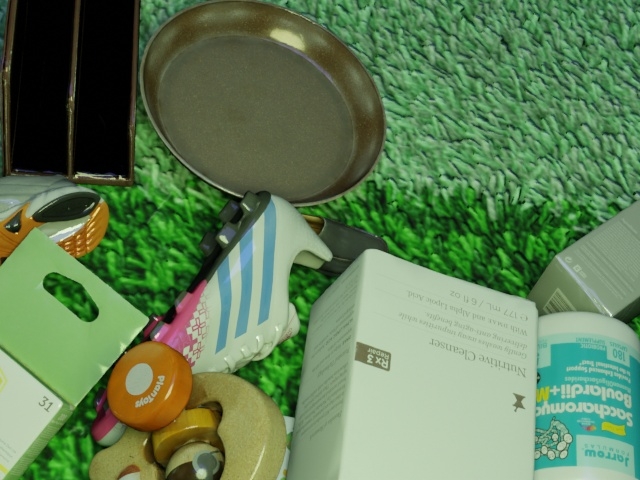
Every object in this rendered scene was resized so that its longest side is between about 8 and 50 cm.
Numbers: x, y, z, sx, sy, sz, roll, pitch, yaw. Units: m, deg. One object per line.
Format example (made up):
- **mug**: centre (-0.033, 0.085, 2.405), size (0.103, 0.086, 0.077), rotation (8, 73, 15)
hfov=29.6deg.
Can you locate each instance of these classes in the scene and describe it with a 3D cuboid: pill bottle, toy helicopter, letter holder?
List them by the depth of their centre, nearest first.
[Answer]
- **toy helicopter**: centre (-0.155, 0.284, 1.110), size (0.235, 0.140, 0.355), rotation (35, 86, 40)
- **pill bottle**: centre (0.270, 0.218, 1.278), size (0.146, 0.146, 0.264), rotation (9, 58, -6)
- **letter holder**: centre (-0.283, -0.247, 1.406), size (0.152, 0.214, 0.302), rotation (3, 58, -10)

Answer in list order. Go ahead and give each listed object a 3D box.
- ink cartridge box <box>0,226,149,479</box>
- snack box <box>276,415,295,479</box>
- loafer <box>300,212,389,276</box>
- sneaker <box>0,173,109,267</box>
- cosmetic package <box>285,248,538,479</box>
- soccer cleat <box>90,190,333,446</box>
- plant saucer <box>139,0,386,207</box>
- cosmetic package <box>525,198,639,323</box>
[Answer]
- **ink cartridge box**: centre (-0.314, 0.118, 1.226), size (0.171, 0.056, 0.235), rotation (37, 83, 12)
- **snack box**: centre (-0.066, 0.230, 1.265), size (0.141, 0.037, 0.100), rotation (12, 56, -4)
- **loafer**: centre (0.000, 0.000, 1.405), size (0.170, 0.061, 0.062), rotation (6, 57, -9)
- **sneaker**: centre (-0.371, -0.015, 1.318), size (0.262, 0.099, 0.121), rotation (-10, 26, -29)
- **cosmetic package**: centre (0.087, 0.227, 1.206), size (0.217, 0.156, 0.385), rotation (17, 54, -17)
- **soccer cleat**: centre (-0.105, 0.099, 1.285), size (0.143, 0.116, 0.331), rotation (39, 70, -13)
- **plant saucer**: centre (-0.072, -0.161, 1.474), size (0.310, 0.050, 0.310), rotation (12, 55, -17)
- **cosmetic package**: centre (0.366, 0.027, 1.428), size (0.238, 0.127, 0.107), rotation (-28, 68, -23)
